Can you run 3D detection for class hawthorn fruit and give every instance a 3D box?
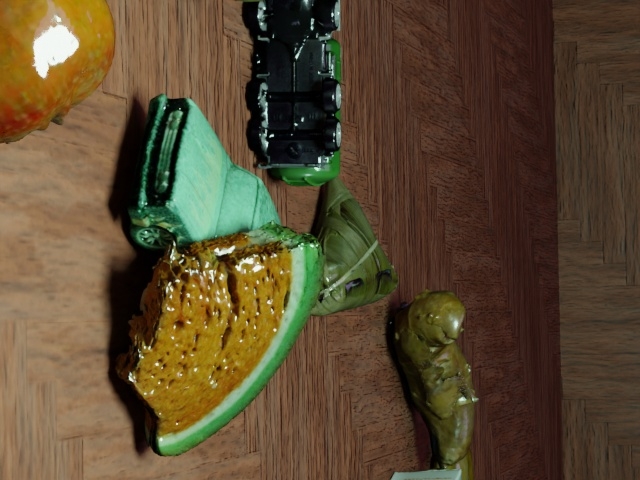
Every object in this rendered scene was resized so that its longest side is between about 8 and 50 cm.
[{"bbox_3d":[-0.259,-0.194,1.121,0.285,0.165,0.165,53,32,-21],"label":"hawthorn fruit"}]

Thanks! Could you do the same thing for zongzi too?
[{"bbox_3d":[0.000,0.000,2.006,0.189,0.081,0.178,-11,77,-59],"label":"zongzi"}]

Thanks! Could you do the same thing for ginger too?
[{"bbox_3d":[0.166,0.180,2.394,0.107,0.133,0.309,-33,138,-19],"label":"ginger"}]

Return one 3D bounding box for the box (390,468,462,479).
[{"bbox_3d":[0.125,0.457,2.255,0.299,0.106,0.200,-48,132,-67],"label":"box"}]

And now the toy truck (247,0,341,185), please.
[{"bbox_3d":[-0.020,-0.181,1.874,0.125,0.101,0.243,-14,105,-77],"label":"toy truck"}]

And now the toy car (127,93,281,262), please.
[{"bbox_3d":[-0.094,-0.001,1.617,0.321,0.097,0.141,64,29,-53],"label":"toy car"}]

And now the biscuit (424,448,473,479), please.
[{"bbox_3d":[0.193,0.466,2.542,0.237,0.062,0.291,-34,121,-69],"label":"biscuit"}]

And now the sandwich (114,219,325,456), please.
[{"bbox_3d":[-0.106,0.082,1.517,0.159,0.079,0.235,12,109,-33],"label":"sandwich"}]
